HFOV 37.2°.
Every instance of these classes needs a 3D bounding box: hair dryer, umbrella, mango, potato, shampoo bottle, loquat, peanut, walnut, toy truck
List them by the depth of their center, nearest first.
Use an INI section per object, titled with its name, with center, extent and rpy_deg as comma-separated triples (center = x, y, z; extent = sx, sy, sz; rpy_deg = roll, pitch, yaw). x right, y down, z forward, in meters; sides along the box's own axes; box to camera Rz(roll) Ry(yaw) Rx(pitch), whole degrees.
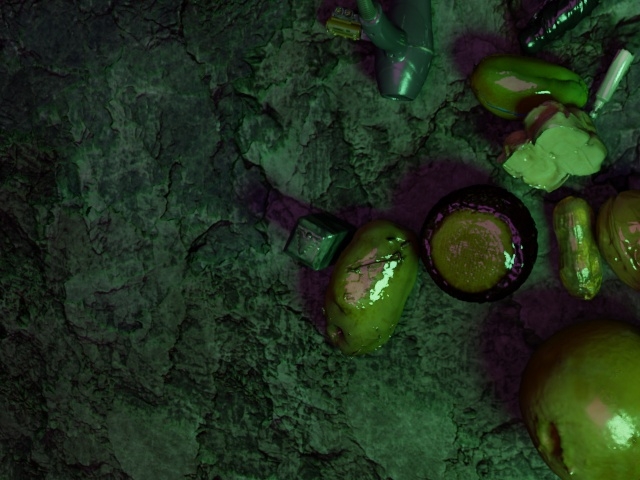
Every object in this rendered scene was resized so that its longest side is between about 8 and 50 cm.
[loquat]
center = 0.525, 0.302, 1.754
extent = 0.328, 0.328, 0.329
rpy_deg = 2, 95, 21
[walnut]
center = 0.606, 0.002, 1.787
extent = 0.159, 0.159, 0.207
rpy_deg = -26, 92, 21
[umbrella]
center = 0.513, -0.495, 1.799
extent = 0.357, 0.113, 0.106
rpy_deg = -41, 102, 19
[hair dryer]
center = 0.137, -0.443, 1.819
extent = 0.121, 0.361, 0.301
rpy_deg = 8, 90, 20
[shampoo bottle]
center = 0.557, -0.300, 1.833
extent = 0.034, 0.049, 0.141
rpy_deg = 30, 106, 14
[mango]
center = 0.406, -0.294, 1.859
extent = 0.232, 0.111, 0.125
rpy_deg = 13, 138, 1
[peanut]
center = 0.503, 0.015, 1.863
extent = 0.087, 0.087, 0.207
rpy_deg = -9, 89, 21
[potato]
center = 0.099, 0.103, 1.991
extent = 0.173, 0.140, 0.300
rpy_deg = 19, 104, -13
[toy truck]
center = 0.074, -0.452, 2.000
extent = 0.123, 0.052, 0.063
rpy_deg = 19, 106, 19

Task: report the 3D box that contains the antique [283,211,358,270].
[antique]
center = 0.000, 0.000, 1.997
extent = 0.088, 0.183, 0.086
rpy_deg = 29, 104, 17

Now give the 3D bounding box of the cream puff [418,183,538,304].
[cream puff]
center = 0.317, 0.005, 1.887
extent = 0.239, 0.165, 0.239
rpy_deg = 4, 100, 22

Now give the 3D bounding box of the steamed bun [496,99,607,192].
[steamed bun]
center = 0.452, -0.186, 1.829
extent = 0.192, 0.106, 0.177
rpy_deg = 21, 140, -18
